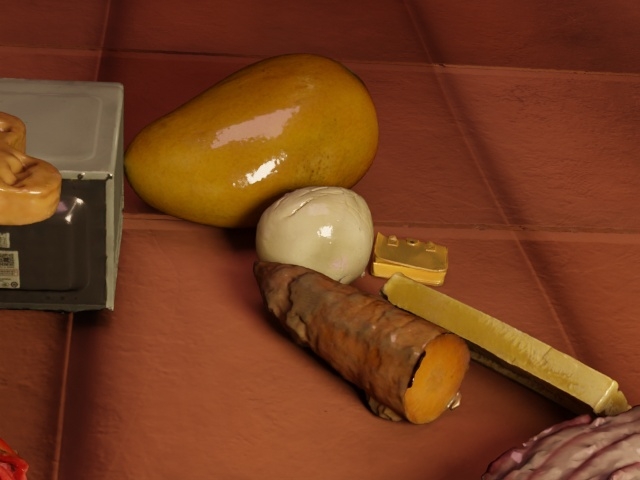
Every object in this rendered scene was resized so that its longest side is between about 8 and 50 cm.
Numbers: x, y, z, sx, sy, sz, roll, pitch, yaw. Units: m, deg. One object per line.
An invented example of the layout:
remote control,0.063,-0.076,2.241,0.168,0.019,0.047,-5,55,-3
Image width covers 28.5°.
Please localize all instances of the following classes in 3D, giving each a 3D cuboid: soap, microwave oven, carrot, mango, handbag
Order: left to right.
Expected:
microwave oven,-0.350,-0.044,1.263,0.295,0.181,0.237,2,32,-7
mango,-0.071,-0.110,1.447,0.317,0.173,0.211,-24,41,-31
carrot,0.021,0.079,1.212,0.102,0.102,0.263,-22,39,-40
handbag,0.098,0.021,1.390,0.083,0.027,0.061,9,30,0
soap,0.172,0.105,1.199,0.252,0.092,0.037,28,79,31

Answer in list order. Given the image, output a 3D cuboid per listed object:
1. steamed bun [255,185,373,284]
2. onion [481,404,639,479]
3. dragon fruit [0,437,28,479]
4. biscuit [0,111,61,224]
steamed bun,0.000,0.000,1.321,0.129,0.113,0.091,0,28,-23
onion,0.271,0.236,0.955,0.314,0.146,0.280,-20,24,-23
dragon fruit,-0.269,0.201,0.684,0.233,0.234,0.293,12,20,10
biscuit,-0.352,-0.041,1.003,0.275,0.052,0.355,5,24,-1
